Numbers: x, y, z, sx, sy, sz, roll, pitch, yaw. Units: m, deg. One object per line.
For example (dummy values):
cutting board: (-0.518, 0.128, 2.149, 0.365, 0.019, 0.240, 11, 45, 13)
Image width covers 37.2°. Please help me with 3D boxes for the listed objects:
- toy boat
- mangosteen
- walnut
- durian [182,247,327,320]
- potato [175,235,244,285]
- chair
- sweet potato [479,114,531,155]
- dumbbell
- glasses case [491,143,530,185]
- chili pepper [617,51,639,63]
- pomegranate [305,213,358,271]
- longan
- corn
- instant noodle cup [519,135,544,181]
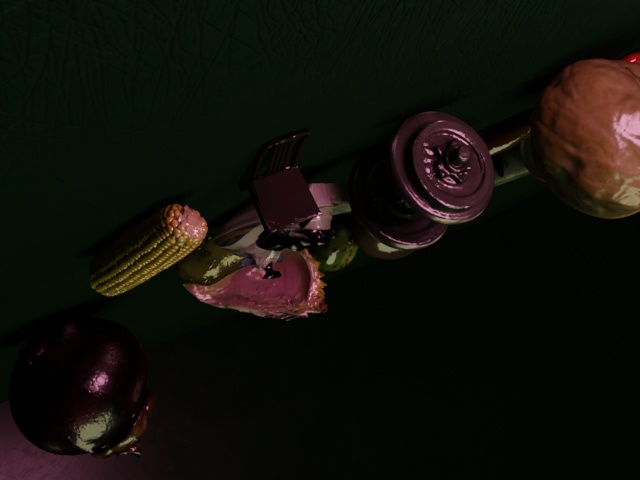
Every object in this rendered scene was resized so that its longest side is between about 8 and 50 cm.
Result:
toy boat: (-0.068, -0.016, 1.641, 0.269, 0.141, 0.141, -33, 169, 34)
mangosteen: (-0.490, 0.330, 2.022, 0.307, 0.347, 0.307, -32, -153, 19)
walnut: (0.506, -0.182, 1.662, 0.282, 0.277, 0.253, -22, 153, -40)
durian: (-0.141, 0.079, 2.081, 0.305, 0.185, 0.195, -1, 179, -4)
potato: (-0.183, 0.031, 1.860, 0.200, 0.081, 0.164, -24, 173, -12)
chair: (-0.050, -0.074, 1.365, 0.084, 0.101, 0.212, -21, 174, -19)
sweet potato: (0.341, -0.196, 1.927, 0.264, 0.057, 0.057, -25, 173, 3)
dumbbell: (0.162, -0.094, 1.544, 0.192, 0.192, 0.290, -20, 172, -26)
glasses case: (0.377, -0.167, 2.131, 0.272, 0.095, 0.062, -20, 172, -30)
chili pepper: (0.539, -0.300, 1.807, 0.191, 0.050, 0.059, -36, 151, 32)
pomegranate: (0.003, 0.011, 2.116, 0.169, 0.122, 0.143, -15, 149, 18)
longan: (0.151, -0.040, 2.062, 0.187, 0.167, 0.167, -11, 169, -28)
corn: (-0.265, 0.015, 1.429, 0.248, 0.081, 0.081, -28, 172, 40)
instant noodle cup: (0.526, -0.196, 1.987, 0.216, 0.216, 0.172, -27, 163, 33)
